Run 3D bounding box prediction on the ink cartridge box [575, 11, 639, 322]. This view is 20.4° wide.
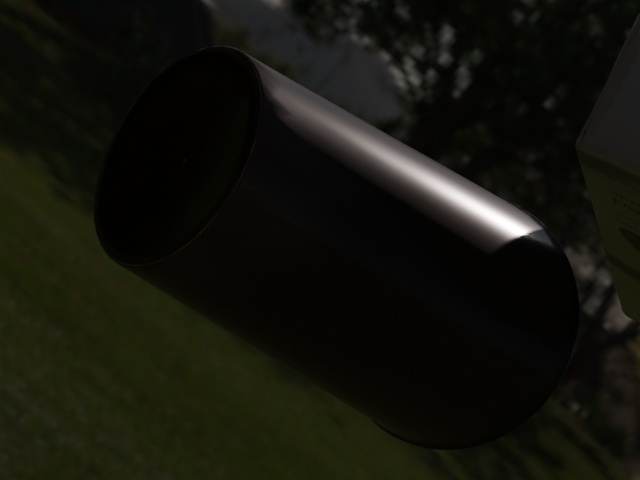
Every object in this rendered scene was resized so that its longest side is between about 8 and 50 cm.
[{"bbox_3d":[0.325,-0.008,1.052,0.285,0.166,0.395,26,-7,18],"label":"ink cartridge box"}]

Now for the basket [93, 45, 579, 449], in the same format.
[{"bbox_3d":[0.000,0.000,0.981,0.227,0.154,0.204,31,1,-37],"label":"basket"}]
